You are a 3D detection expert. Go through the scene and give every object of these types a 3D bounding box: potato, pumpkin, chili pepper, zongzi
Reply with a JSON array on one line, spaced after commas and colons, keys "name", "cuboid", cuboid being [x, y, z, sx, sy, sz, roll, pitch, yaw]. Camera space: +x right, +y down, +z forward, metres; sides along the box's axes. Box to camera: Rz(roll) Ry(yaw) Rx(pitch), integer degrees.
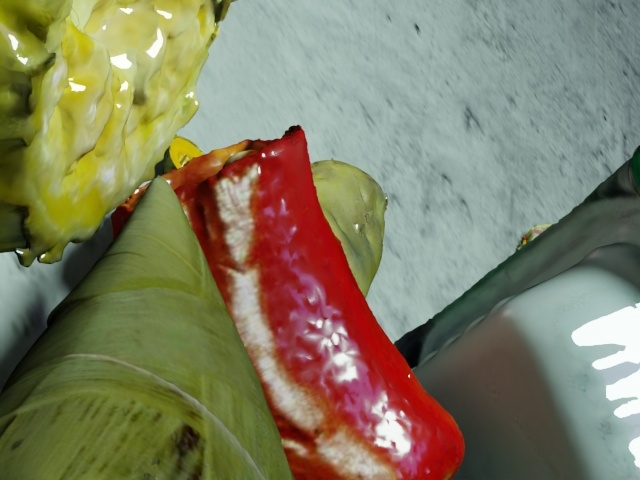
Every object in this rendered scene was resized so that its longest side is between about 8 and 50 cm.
[{"name": "potato", "cuboid": [0.000, 0.000, 1.237, 0.091, 0.070, 0.138, 64, 24, -14]}, {"name": "pumpkin", "cuboid": [-0.070, -0.025, 1.166, 0.083, 0.028, 0.050, 55, 25, 1]}, {"name": "chili pepper", "cuboid": [0.004, 0.111, 1.059, 0.338, 0.131, 0.134, 62, -18, -8]}, {"name": "zongzi", "cuboid": [-0.043, 0.141, 0.900, 0.274, 0.145, 0.300, 57, 26, -21]}]

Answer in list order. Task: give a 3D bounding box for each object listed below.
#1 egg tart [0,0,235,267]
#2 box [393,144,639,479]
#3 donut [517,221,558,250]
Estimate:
[{"name": "egg tart", "cuboid": [-0.120, -0.099, 0.817, 0.120, 0.315, 0.315, 26, 17, 16]}, {"name": "box", "cuboid": [0.126, 0.133, 1.141, 0.106, 0.337, 0.264, -12, 72, -32]}, {"name": "donut", "cuboid": [0.222, 0.030, 1.688, 0.108, 0.065, 0.166, 60, 23, -8]}]
